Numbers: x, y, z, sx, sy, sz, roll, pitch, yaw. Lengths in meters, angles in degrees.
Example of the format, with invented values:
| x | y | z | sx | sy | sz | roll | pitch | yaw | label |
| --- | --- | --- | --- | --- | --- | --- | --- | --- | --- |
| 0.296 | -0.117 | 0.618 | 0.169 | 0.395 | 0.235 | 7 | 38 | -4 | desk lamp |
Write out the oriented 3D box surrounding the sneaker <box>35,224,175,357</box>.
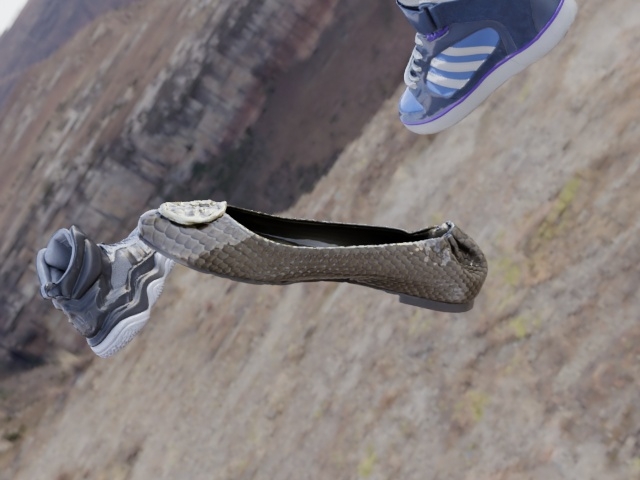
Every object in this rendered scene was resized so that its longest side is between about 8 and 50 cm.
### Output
| x | y | z | sx | sy | sz | roll | pitch | yaw | label |
| --- | --- | --- | --- | --- | --- | --- | --- | --- | --- |
| -0.282 | 0.020 | 1.499 | 0.101 | 0.153 | 0.268 | -33 | 25 | 32 | sneaker |

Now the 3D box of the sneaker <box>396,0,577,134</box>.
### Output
| x | y | z | sx | sy | sz | roll | pitch | yaw | label |
| --- | --- | --- | --- | --- | --- | --- | --- | --- | --- |
| 0.142 | -0.284 | 1.444 | 0.323 | 0.236 | 0.130 | -32 | 33 | 48 | sneaker |

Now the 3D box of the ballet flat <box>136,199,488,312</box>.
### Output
| x | y | z | sx | sy | sz | roll | pitch | yaw | label |
| --- | --- | --- | --- | --- | --- | --- | --- | --- | --- |
| 0.000 | 0.000 | 0.776 | 0.084 | 0.250 | 0.058 | -107 | 29 | -64 | ballet flat |
